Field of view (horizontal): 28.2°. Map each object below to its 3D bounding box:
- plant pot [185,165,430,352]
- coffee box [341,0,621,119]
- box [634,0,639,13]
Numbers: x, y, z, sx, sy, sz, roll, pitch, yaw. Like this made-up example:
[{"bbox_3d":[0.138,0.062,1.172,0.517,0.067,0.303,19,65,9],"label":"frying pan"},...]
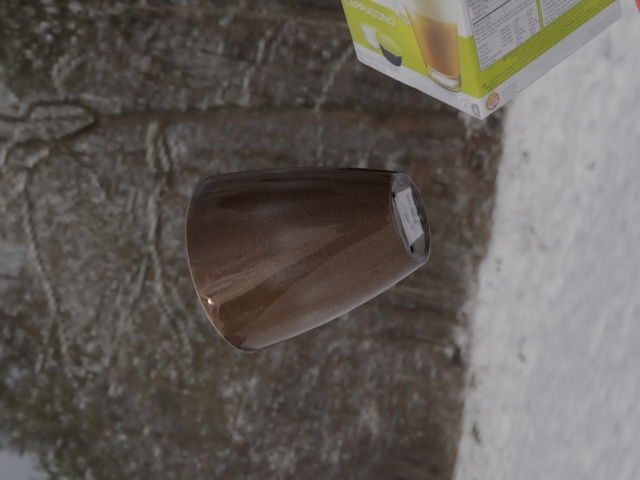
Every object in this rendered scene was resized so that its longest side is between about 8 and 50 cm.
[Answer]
[{"bbox_3d":[0.000,0.000,1.457,0.215,0.230,0.215,43,-141,-50],"label":"plant pot"},{"bbox_3d":[0.245,-0.466,2.093,0.338,0.337,0.334,-36,-48,-20],"label":"coffee box"},{"bbox_3d":[0.545,-0.281,1.495,0.154,0.300,0.142,9,-120,-60],"label":"box"}]
